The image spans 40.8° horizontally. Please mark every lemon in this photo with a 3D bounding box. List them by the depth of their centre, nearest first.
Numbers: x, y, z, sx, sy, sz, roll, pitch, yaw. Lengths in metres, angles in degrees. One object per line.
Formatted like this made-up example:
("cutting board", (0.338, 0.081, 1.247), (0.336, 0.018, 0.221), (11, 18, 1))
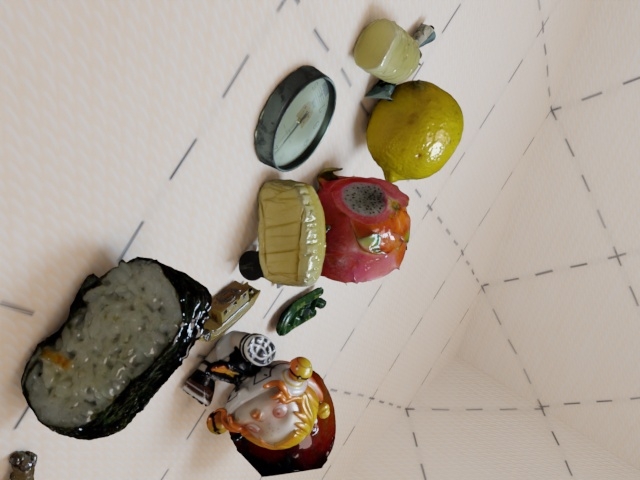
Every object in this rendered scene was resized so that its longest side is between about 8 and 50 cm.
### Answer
("lemon", (0.223, -0.263, 2.087), (0.253, 0.228, 0.228), (-57, 160, 21))

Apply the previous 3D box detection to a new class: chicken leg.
("chicken leg", (-0.560, 0.486, 1.594), (0.196, 0.080, 0.125), (-59, 145, 0))

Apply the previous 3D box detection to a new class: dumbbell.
("dumbbell", (-0.140, 0.054, 1.932), (0.147, 0.069, 0.069), (-10, 127, -61))

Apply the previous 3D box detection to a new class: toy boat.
("toy boat", (-0.214, 0.155, 1.923), (0.200, 0.057, 0.077), (-42, 147, -34))
("toy boat", (-0.056, 0.194, 2.306), (0.210, 0.052, 0.104), (-28, 145, -53))

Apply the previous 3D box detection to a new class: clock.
("clock", (-0.047, -0.247, 1.772), (0.226, 0.049, 0.226), (-46, 154, -30))

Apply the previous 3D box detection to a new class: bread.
("bread", (-0.061, -0.017, 1.866), (0.106, 0.140, 0.236), (-21, 113, -60))

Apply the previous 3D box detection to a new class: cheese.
("cheese", (0.152, -0.416, 1.908), (0.123, 0.094, 0.167), (-52, 159, 14))

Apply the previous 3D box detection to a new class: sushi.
("sushi", (-0.350, 0.188, 1.494), (0.350, 0.211, 0.171), (-52, 162, -1))

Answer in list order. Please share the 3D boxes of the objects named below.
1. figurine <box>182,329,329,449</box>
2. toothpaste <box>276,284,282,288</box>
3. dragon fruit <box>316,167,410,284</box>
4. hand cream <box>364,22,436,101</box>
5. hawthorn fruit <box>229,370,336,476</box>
("figurine", (-0.128, 0.361, 2.025), (0.320, 0.323, 0.196), (-34, -159, 24))
("toothpaste", (0.000, 0.000, 2.174), (0.323, 0.066, 0.100), (-40, 151, -28))
("dragon fruit", (0.080, -0.040, 2.007), (0.290, 0.290, 0.189), (-39, 145, -39))
("hand cream", (0.202, -0.423, 2.047), (0.248, 0.052, 0.075), (-56, -160, -19))
("hawthorn fruit", (-0.093, 0.481, 2.272), (0.316, 0.316, 0.316), (-46, 154, -29))
